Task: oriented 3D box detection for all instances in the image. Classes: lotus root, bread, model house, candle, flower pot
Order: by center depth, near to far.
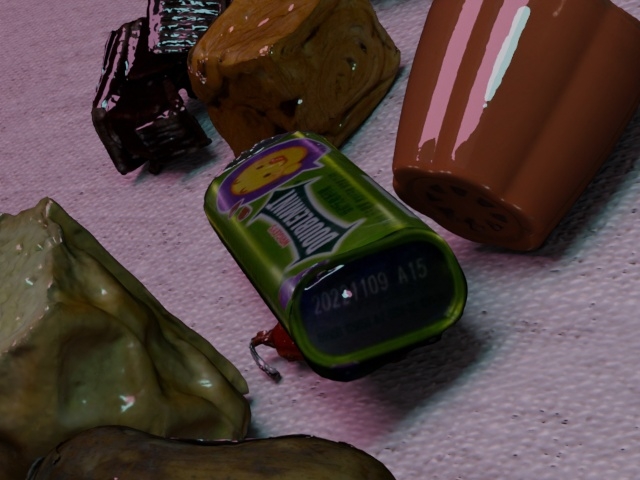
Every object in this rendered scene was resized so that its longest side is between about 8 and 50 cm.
[{"bbox_3d":[-0.076,0.202,1.134,0.275,0.152,0.160,6,19,25],"label":"lotus root"},{"bbox_3d":[0.142,-0.096,1.292,0.191,0.190,0.173,2,60,50],"label":"flower pot"},{"bbox_3d":[-0.190,0.115,1.315,0.196,0.252,0.238,-39,32,6],"label":"bread"},{"bbox_3d":[0.004,0.083,1.350,0.162,0.048,0.053,-4,16,44],"label":"candle"},{"bbox_3d":[-0.027,-0.162,1.605,0.143,0.149,0.158,4,51,47],"label":"bread"},{"bbox_3d":[-0.146,-0.169,1.775,0.164,0.141,0.203,-1,73,36],"label":"model house"}]

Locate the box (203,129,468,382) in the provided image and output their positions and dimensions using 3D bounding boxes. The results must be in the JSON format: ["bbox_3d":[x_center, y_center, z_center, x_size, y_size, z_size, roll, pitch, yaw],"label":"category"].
[{"bbox_3d":[0.000,0.000,1.346,0.134,0.097,0.345,-29,21,-4],"label":"box"}]
